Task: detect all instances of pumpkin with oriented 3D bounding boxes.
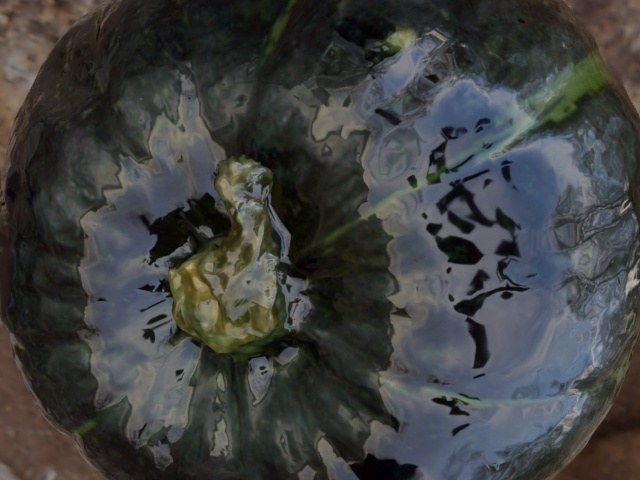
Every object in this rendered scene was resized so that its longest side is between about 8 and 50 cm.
[{"bbox_3d":[0.000,0.000,0.799,0.241,0.323,0.323,-44,145,-61],"label":"pumpkin"}]
